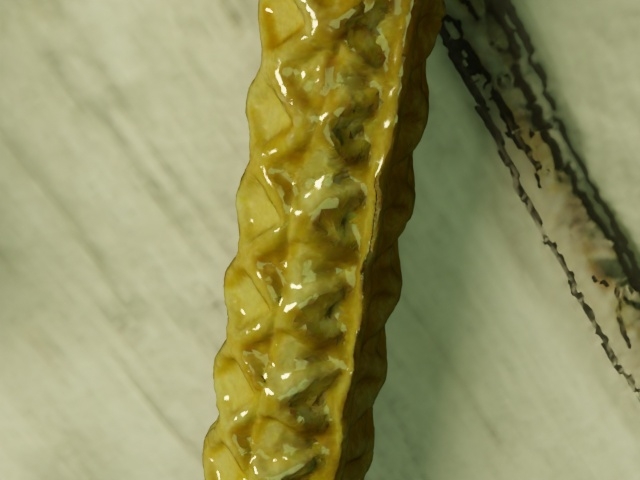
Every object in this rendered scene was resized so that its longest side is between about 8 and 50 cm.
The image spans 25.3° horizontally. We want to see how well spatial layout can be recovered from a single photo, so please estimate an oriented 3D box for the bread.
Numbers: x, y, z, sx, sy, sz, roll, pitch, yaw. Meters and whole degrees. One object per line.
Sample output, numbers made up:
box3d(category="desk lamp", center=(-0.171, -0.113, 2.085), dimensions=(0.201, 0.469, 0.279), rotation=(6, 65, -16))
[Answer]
box3d(category="bread", center=(0.000, 0.000, 0.635), dimensions=(0.084, 0.077, 0.368), rotation=(2, 110, -15))
